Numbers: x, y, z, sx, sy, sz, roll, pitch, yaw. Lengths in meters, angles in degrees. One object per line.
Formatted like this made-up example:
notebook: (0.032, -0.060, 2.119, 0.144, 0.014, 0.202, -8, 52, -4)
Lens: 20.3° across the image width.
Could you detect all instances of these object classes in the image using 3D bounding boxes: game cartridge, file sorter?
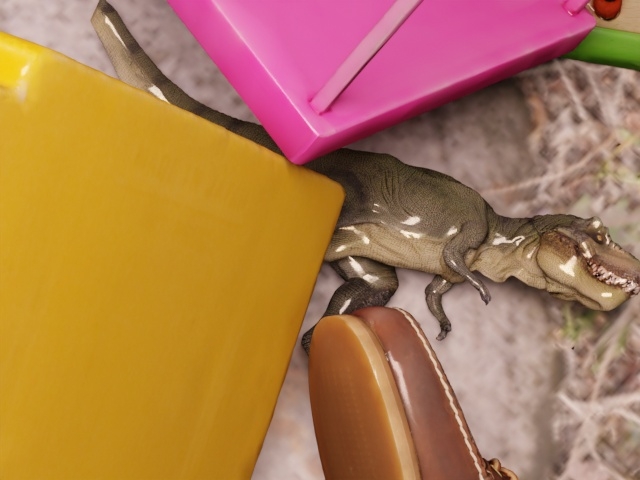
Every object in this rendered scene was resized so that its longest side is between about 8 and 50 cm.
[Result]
game cartridge: (-0.107, 0.105, 0.596, 0.053, 0.285, 0.323, 18, 89, 21)
file sorter: (0.012, -0.217, 0.687, 0.202, 0.182, 0.290, -25, 74, -48)

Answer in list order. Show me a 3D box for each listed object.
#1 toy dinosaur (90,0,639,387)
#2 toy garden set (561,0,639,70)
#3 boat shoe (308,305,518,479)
toy dinosaur: (0.000, 0.000, 0.777, 0.268, 0.064, 0.118, 24, 73, 5)
toy garden set: (0.167, -0.202, 0.841, 0.204, 0.049, 0.244, 9, 76, -4)
boat shoe: (0.051, 0.122, 0.734, 0.073, 0.073, 0.207, -17, 101, -25)
